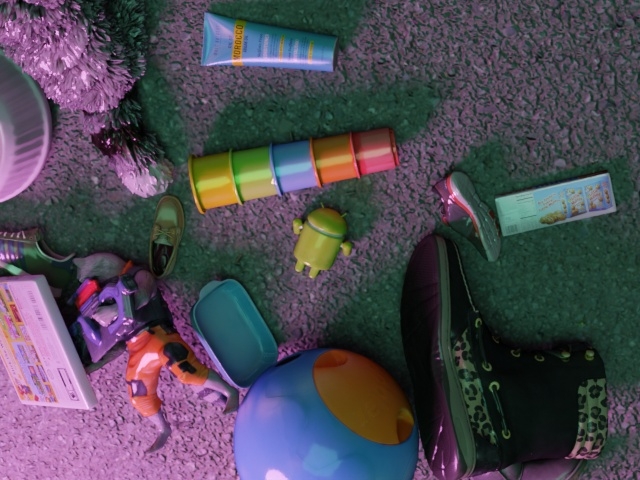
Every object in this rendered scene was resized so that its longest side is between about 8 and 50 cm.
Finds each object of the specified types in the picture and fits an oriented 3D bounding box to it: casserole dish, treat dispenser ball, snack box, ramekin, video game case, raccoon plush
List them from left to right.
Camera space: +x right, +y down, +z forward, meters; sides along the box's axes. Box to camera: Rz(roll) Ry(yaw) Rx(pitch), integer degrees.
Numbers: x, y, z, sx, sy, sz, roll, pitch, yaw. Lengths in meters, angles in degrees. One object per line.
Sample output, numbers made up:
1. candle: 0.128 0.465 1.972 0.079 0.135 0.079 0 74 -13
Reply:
1. ramekin: -0.556 -0.171 1.846 0.273 0.127 0.272 3 109 9
2. video game case: -0.460 0.163 1.944 0.206 0.026 0.226 -4 112 46
3. raccoon plush: -0.334 -0.249 1.729 0.216 0.299 0.446 -34 102 13
4. casserole dish: -0.142 0.150 1.945 0.037 0.114 0.188 -13 112 49
5. treat dispenser ball: 0.008 0.310 1.879 0.288 0.288 0.288 1 107 4
6. snack box: 0.363 -0.057 1.880 0.178 0.022 0.064 -13 105 8

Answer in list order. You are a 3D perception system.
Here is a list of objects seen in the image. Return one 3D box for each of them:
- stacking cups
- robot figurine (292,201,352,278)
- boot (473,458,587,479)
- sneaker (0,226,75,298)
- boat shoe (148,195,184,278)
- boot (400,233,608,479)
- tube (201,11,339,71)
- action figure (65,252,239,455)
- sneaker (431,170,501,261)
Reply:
1. stacking cups: -0.040 -0.121 1.863 0.316 0.096 0.096 -13 105 4
2. robot figurine: 0.000 0.000 1.901 0.101 0.067 0.115 25 107 9
3. boot: 0.303 0.339 1.987 0.190 0.076 0.208 -36 94 11
4. sneaker: -0.479 0.009 1.946 0.192 0.064 0.086 32 99 -6
5. boat shoe: -0.245 -0.003 1.929 0.050 0.045 0.135 7 107 2
6. boot: 0.285 0.178 1.884 0.284 0.138 0.377 2 67 -22
7. tube: -0.077 -0.293 1.832 0.207 0.052 0.080 8 98 8
8. action figure: -0.301 0.169 1.944 0.341 0.179 0.330 -31 89 46
9. sneaker: 0.226 -0.034 1.890 0.065 0.061 0.157 -20 105 38
